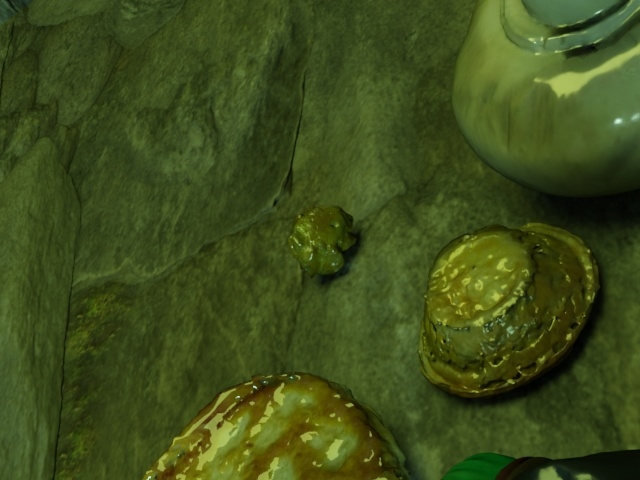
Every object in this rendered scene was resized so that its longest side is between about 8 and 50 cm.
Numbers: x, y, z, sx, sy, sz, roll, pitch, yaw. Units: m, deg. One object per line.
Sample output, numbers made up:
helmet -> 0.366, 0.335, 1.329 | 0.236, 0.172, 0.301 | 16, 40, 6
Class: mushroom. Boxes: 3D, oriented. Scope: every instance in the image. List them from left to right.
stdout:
mushroom -> 0.265, -0.179, 0.984 | 0.315, 0.315, 0.356 | -39, -2, 4

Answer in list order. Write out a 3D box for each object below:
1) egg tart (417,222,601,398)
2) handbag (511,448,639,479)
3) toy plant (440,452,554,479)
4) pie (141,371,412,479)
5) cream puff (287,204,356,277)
egg tart -> 0.156, 0.052, 0.984 | 0.191, 0.074, 0.191 | -26, 38, 22
handbag -> 0.253, 0.220, 0.514 | 0.275, 0.302, 0.178 | -129, 46, -53
toy plant -> 0.134, 0.218, 0.788 | 0.200, 0.105, 0.143 | -20, 38, 51
pie -> -0.051, 0.260, 0.946 | 0.315, 0.092, 0.315 | -23, 42, 23
cream puff -> 0.000, 0.000, 1.213 | 0.083, 0.058, 0.083 | -8, 59, -16
